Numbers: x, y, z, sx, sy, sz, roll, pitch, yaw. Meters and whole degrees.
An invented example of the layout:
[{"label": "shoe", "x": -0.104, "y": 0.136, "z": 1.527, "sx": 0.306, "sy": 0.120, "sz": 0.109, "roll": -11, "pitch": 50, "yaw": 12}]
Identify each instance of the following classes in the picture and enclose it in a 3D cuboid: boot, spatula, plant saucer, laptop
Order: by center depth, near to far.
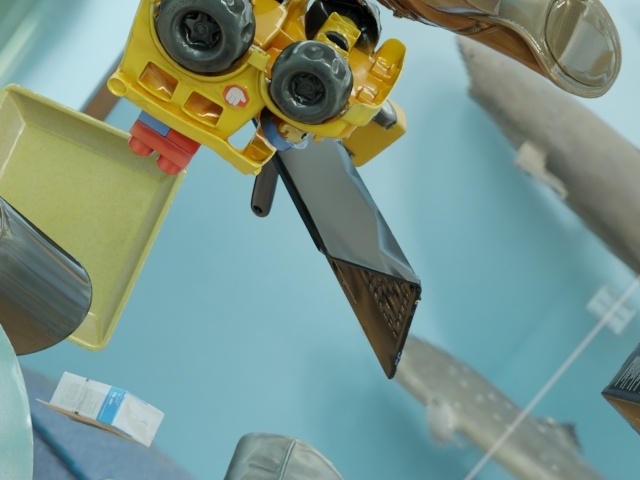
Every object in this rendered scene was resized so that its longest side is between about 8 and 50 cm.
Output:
[{"label": "plant saucer", "x": -0.264, "y": 0.137, "z": 0.917, "sx": 0.037, "sy": 0.195, "sz": 0.195, "roll": -3, "pitch": 38, "yaw": -40}, {"label": "boot", "x": -0.069, "y": 0.192, "z": 0.958, "sx": 0.189, "sy": 0.076, "sz": 0.208, "roll": 38, "pitch": 26, "yaw": -7}, {"label": "laptop", "x": 0.000, "y": 0.000, "z": 1.414, "sx": 0.136, "sy": 0.264, "sz": 0.234, "roll": -12, "pitch": 53, "yaw": -20}, {"label": "boot", "x": 0.187, "y": -0.251, "z": 1.484, "sx": 0.283, "sy": 0.109, "sz": 0.220, "roll": 18, "pitch": 2, "yaw": -32}, {"label": "spatula", "x": -0.049, "y": -0.137, "z": 1.604, "sx": 0.084, "sy": 0.296, "sz": 0.030, "roll": 28, "pitch": 41, "yaw": 11}, {"label": "plant saucer", "x": -0.413, "y": -0.035, "z": 2.067, "sx": 0.333, "sy": 0.332, "sz": 0.081, "roll": 24, "pitch": -3, "yaw": 8}]

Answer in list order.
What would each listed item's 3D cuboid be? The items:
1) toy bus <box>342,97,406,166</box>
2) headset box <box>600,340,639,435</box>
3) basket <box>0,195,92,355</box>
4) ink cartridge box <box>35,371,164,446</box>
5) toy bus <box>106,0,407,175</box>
[{"label": "toy bus", "x": -0.030, "y": -0.236, "z": 1.794, "sx": 0.333, "sy": 0.108, "sz": 0.130, "roll": 32, "pitch": 34, "yaw": -33}, {"label": "headset box", "x": 0.484, "y": 0.130, "z": 1.387, "sx": 0.131, "sy": 0.246, "sz": 0.283, "roll": 44, "pitch": -15, "yaw": -18}, {"label": "basket", "x": -0.393, "y": 0.027, "z": 1.508, "sx": 0.204, "sy": 0.154, "sz": 0.227, "roll": 2, "pitch": -22, "yaw": 8}, {"label": "ink cartridge box", "x": -0.162, "y": 0.121, "z": 0.954, "sx": 0.083, "sy": 0.028, "sz": 0.048, "roll": 11, "pitch": -21, "yaw": 36}, {"label": "toy bus", "x": -0.068, "y": -0.131, "z": 1.109, "sx": 0.220, "sy": 0.211, "sz": 0.149, "roll": 30, "pitch": 34, "yaw": -4}]
